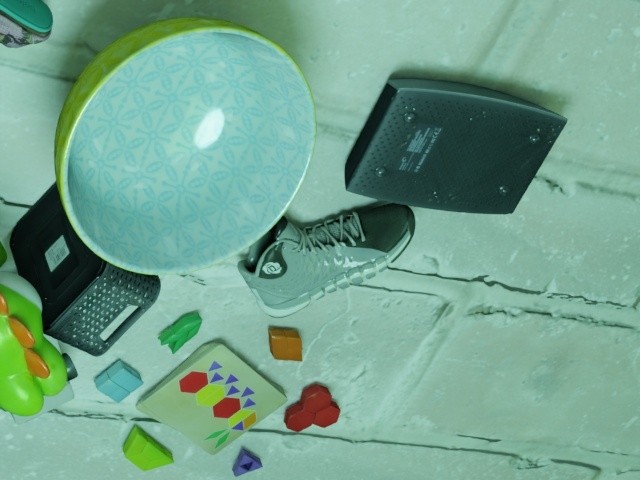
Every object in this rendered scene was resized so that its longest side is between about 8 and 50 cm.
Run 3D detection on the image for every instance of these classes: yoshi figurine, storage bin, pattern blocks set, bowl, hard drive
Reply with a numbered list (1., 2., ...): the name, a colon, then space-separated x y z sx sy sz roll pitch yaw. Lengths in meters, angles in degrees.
1. yoshi figurine: -0.410 0.032 1.674 0.204 0.203 0.362 -30 106 4
2. storage bin: -0.267 0.025 1.803 0.122 0.180 0.084 -44 133 16
3. pattern blocks set: -0.140 0.212 2.145 0.285 0.026 0.325 -31 136 3
4. bowl: -0.164 -0.124 1.722 0.290 0.156 0.289 -15 126 -21
5. hard drive: 0.161 -0.118 1.971 0.255 0.054 0.172 7 126 -31

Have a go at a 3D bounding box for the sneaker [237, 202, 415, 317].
1. sneaker: 0.000 0.000 1.981 0.229 0.086 0.132 -32 133 5

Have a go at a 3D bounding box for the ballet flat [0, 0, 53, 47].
1. ballet flat: -0.363 -0.253 1.589 0.079 0.077 0.221 -26 140 26

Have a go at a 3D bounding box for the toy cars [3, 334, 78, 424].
1. toy cars: -0.430 0.092 1.857 0.394 0.087 0.176 25 106 -45
